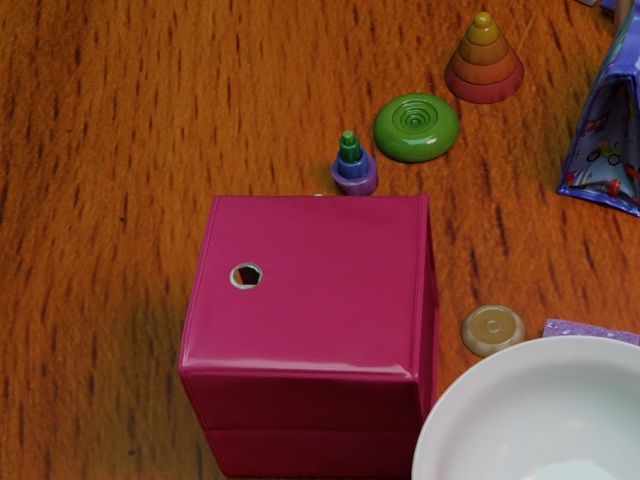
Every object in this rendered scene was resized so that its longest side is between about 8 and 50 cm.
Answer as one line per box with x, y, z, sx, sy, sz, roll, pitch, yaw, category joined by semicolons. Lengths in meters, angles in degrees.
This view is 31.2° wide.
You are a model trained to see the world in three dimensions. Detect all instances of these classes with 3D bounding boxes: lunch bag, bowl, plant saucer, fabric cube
0.411;-0.214;1.498;0.138;0.293;0.221;18;59;22;lunch bag
0.239;0.247;1.065;0.298;0.134;0.297;-6;52;8;bowl
0.221;0.113;1.465;0.083;0.015;0.083;-5;54;7;plant saucer
0.002;0.116;1.350;0.258;0.259;0.254;0;53;10;fabric cube

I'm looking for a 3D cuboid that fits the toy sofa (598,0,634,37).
0.604;-0.420;1.707;0.363;0.150;0.177;-27;55;-10;toy sofa

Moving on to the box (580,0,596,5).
0.445;-0.486;1.806;0.103;0.114;0.203;32;64;28;box

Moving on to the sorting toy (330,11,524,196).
0.151;-0.212;1.649;0.365;0.126;0.127;-40;57;-20;sorting toy

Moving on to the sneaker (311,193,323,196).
0.000;0.001;1.558;0.085;0.058;0.152;-28;50;-18;sneaker

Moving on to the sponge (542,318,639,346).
0.311;0.195;1.378;0.117;0.031;0.210;10;57;17;sponge
